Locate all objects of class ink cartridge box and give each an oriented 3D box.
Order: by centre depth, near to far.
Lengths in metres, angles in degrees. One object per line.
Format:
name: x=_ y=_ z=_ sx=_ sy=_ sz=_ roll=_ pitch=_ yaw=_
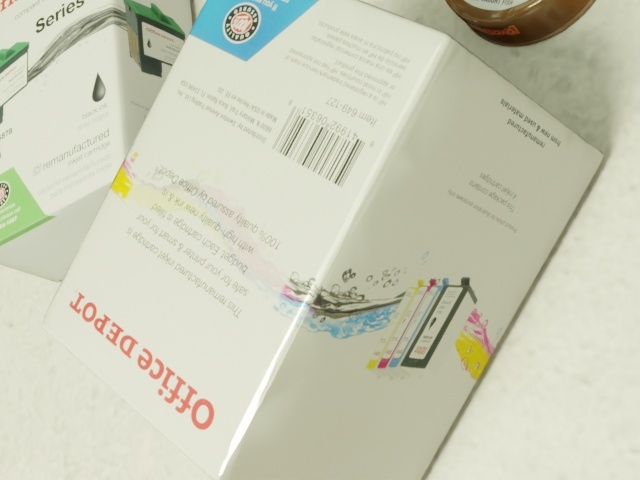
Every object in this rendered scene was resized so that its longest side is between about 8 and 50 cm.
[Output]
ink cartridge box: x=0.000 y=0.000 z=0.627 sx=0.171 sy=0.168 sz=0.233 roll=33 pitch=96 yaw=41
ink cartridge box: x=-0.175 y=-0.102 z=0.850 sx=0.160 sy=0.092 sz=0.219 roll=-24 pitch=62 yaw=30

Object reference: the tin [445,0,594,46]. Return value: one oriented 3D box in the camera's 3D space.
tin: x=0.135 y=-0.209 z=0.681 sx=0.106 sy=0.040 sz=0.190 roll=19 pitch=87 yaw=36
